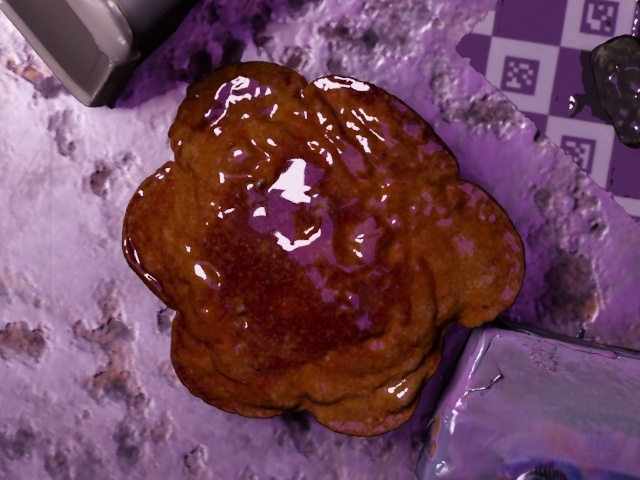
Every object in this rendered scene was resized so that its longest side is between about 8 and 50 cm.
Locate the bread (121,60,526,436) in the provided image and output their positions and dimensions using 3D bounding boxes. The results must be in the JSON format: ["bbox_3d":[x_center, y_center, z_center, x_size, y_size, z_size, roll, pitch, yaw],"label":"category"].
[{"bbox_3d":[-0.013,0.005,1.292,0.246,0.135,0.232,40,95,-4],"label":"bread"}]

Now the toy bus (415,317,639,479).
[{"bbox_3d":[0.228,0.141,1.322,0.317,0.112,0.138,13,92,-2],"label":"toy bus"}]

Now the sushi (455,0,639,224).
[{"bbox_3d":[0.248,-0.128,1.319,0.231,0.047,0.219,43,95,-4],"label":"sushi"}]

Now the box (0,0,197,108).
[{"bbox_3d":[-0.105,-0.189,1.219,0.178,0.274,0.138,-40,96,-9],"label":"box"}]
